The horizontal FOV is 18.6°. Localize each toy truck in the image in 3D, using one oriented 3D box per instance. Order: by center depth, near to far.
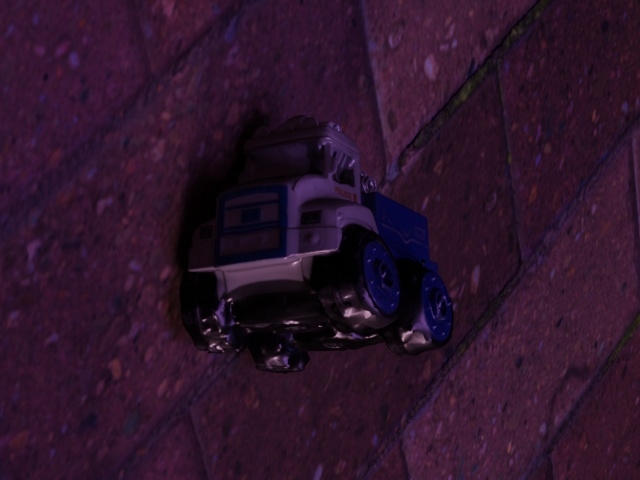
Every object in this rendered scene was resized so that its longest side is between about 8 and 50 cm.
[{"bbox_3d":[0.000,0.000,1.458,0.213,0.161,0.177,26,60,-59],"label":"toy truck"}]
